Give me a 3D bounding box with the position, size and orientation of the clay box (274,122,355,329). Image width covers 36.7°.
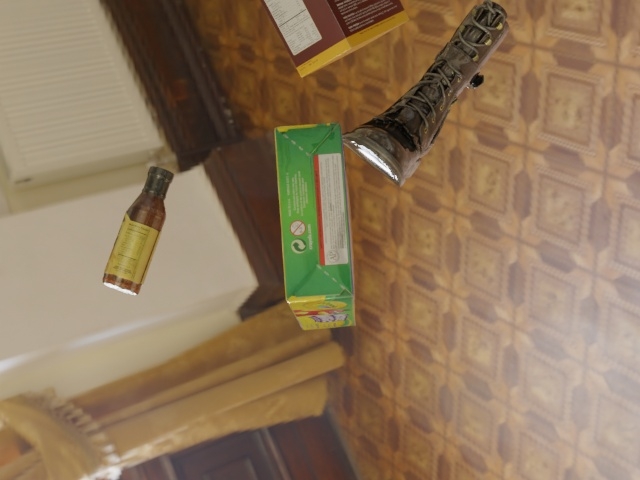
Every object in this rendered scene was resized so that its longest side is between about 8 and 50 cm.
[{"bbox_3d":[0.000,0.000,0.772,0.222,0.053,0.127,73,-167,-79],"label":"clay box"}]

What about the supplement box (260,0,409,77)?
[{"bbox_3d":[0.017,-0.419,1.669,0.129,0.191,0.194,-21,100,44],"label":"supplement box"}]

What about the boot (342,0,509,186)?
[{"bbox_3d":[0.132,-0.181,1.120,0.091,0.263,0.229,38,103,4],"label":"boot"}]

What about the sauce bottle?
[{"bbox_3d":[-0.178,-0.011,0.963,0.042,0.042,0.128,-2,66,59],"label":"sauce bottle"}]
